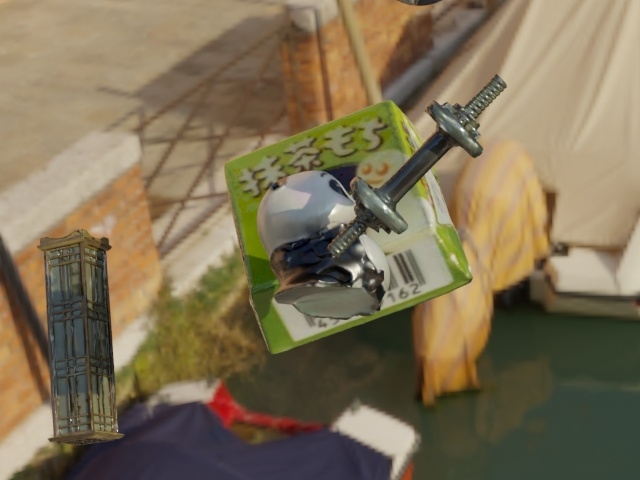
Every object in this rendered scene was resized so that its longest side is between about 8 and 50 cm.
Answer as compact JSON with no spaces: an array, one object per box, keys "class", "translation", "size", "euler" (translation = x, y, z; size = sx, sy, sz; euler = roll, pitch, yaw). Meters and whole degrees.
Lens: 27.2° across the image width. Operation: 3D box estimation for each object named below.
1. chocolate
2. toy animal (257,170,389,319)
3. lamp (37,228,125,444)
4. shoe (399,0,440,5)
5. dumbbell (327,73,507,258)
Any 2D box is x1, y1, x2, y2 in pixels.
[{"class":"chocolate","translation":[0.023,-0.030,1.831],"size":[0.301,0.137,0.289],"euler":[-20,49,6]},{"class":"toy animal","translation":[0.000,0.000,1.547],"size":[0.138,0.166,0.179],"euler":[-15,65,-2]},{"class":"lamp","translation":[-0.374,0.152,2.063],"size":[0.090,0.325,0.089],"euler":[-12,-15,20]},{"class":"shoe","translation":[0.091,-0.296,1.270],"size":[0.106,0.091,0.207],"euler":[7,37,-27]},{"class":"dumbbell","translation":[0.100,-0.077,1.386],"size":[0.254,0.081,0.081],"euler":[-45,30,6]}]
